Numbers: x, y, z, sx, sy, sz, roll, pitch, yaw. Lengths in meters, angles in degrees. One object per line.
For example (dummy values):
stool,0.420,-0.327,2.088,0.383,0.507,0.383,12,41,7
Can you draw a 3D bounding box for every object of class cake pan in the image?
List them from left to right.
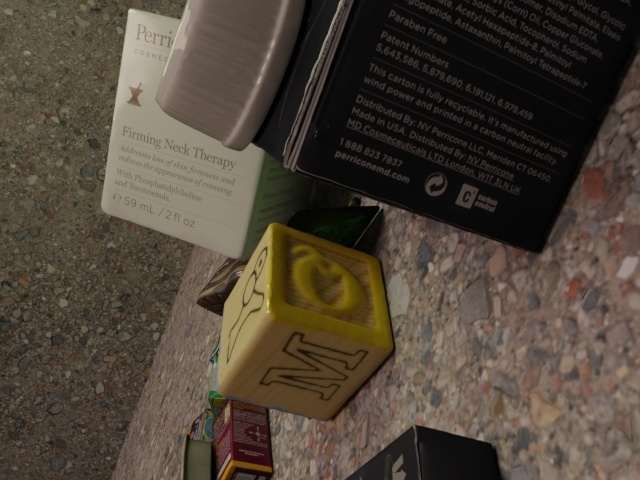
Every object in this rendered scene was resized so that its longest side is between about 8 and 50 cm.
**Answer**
cake pan,-0.232,0.523,1.143,0.293,0.054,0.293,178,90,-81

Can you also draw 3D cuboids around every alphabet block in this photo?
alphabet block,-0.029,0.125,0.891,0.197,0.193,0.192,-56,25,36

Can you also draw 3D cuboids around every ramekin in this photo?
ramekin,-0.106,-0.214,0.663,0.207,0.109,0.207,-53,26,41

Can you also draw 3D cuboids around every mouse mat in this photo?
mouse mat,0.000,0.000,0.973,0.007,0.190,0.152,55,131,28

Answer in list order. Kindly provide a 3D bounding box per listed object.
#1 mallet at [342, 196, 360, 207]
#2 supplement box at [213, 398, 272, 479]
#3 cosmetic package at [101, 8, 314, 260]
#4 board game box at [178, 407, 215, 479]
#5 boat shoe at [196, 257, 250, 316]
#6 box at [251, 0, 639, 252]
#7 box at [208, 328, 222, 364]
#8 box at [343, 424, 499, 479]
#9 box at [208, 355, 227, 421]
mallet,0.022,-0.046,1.167,0.190,0.039,0.062,-41,32,47
supplement box,-0.153,0.395,1.141,0.104,0.081,0.188,-63,21,24
cosmetic package,-0.193,-0.219,1.217,0.327,0.329,0.393,-30,-44,-68
board game box,-0.274,0.508,1.404,0.194,0.060,0.194,-48,29,47
boat shoe,-0.209,0.108,1.544,0.355,0.132,0.130,-28,35,51
box,0.117,-0.299,0.728,0.480,0.297,0.471,-131,60,-68
box,-0.211,0.239,1.464,0.054,0.059,0.169,37,112,29
box,0.092,0.283,0.553,0.156,0.093,0.158,-90,25,-44
box,-0.217,0.349,1.345,0.179,0.043,0.105,89,-177,-49
